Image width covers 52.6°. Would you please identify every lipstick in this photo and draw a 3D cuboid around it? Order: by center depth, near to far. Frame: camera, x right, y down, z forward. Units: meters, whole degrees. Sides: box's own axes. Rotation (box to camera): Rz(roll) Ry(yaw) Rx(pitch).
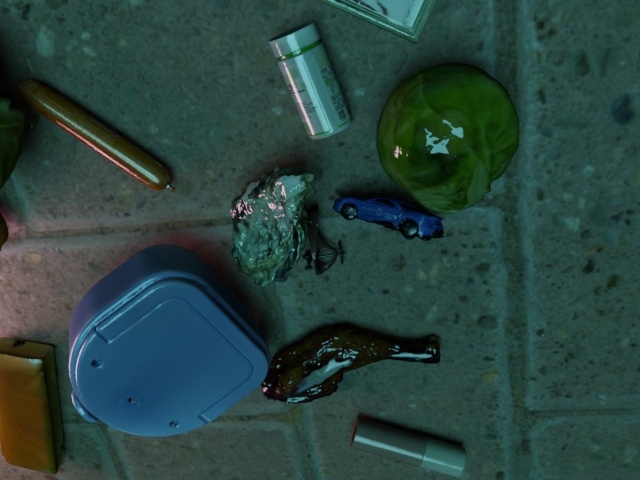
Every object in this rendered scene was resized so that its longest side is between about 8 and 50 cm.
[{"bbox_3d":[0.198,0.470,1.471,0.255,0.070,0.070,16,118,0],"label":"lipstick"}]

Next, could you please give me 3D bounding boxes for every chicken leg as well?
[{"bbox_3d":[0.052,0.258,1.374,0.407,0.096,0.157,-18,117,14],"label":"chicken leg"}]

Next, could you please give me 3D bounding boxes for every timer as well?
[{"bbox_3d":[-0.327,0.219,1.299,0.395,0.173,0.394,-11,123,-17],"label":"timer"}]

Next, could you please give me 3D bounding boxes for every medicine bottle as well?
[{"bbox_3d":[-0.014,-0.273,1.115,0.086,0.086,0.183,-17,113,16],"label":"medicine bottle"}]

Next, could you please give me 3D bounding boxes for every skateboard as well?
[{"bbox_3d":[0.000,0.000,1.273,0.080,0.067,0.151,-9,121,1],"label":"skateboard"}]

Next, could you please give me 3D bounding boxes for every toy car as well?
[{"bbox_3d":[0.123,-0.049,1.180,0.216,0.103,0.063,20,98,28],"label":"toy car"}]

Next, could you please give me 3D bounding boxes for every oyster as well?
[{"bbox_3d":[-0.093,-0.040,1.185,0.112,0.198,0.267,-1,124,-32],"label":"oyster"}]

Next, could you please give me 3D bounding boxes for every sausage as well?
[{"bbox_3d":[-0.423,-0.198,1.227,0.348,0.053,0.053,35,116,-10],"label":"sausage"}]

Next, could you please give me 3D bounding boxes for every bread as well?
[{"bbox_3d":[-0.702,0.402,1.557,0.138,0.077,0.361,8,117,3],"label":"bread"}]

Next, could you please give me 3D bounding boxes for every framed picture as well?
[{"bbox_3d":[0.079,-0.470,1.042,0.274,0.016,0.216,22,118,-4],"label":"framed picture"}]

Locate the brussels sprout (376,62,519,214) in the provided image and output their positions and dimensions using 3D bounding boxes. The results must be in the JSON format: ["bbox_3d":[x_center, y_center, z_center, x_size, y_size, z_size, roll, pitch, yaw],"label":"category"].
[{"bbox_3d":[0.207,-0.158,1.079,0.220,0.210,0.271,-23,133,0],"label":"brussels sprout"}]

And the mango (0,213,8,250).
[{"bbox_3d":[-0.771,-0.066,1.305,0.289,0.129,0.146,31,119,1],"label":"mango"}]

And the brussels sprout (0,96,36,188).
[{"bbox_3d":[-0.744,-0.216,1.081,0.426,0.361,0.342,20,111,3],"label":"brussels sprout"}]
